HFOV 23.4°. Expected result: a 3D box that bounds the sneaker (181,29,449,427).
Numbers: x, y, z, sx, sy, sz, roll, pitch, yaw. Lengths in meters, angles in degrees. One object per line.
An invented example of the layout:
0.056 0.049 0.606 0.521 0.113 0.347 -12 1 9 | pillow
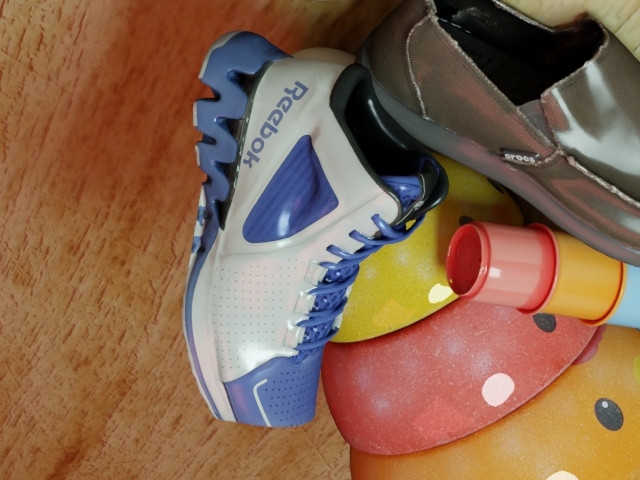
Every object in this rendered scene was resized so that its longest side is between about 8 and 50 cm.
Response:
0.000 -0.001 1.196 0.182 0.127 0.316 6 102 28 | sneaker

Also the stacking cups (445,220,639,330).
0.251 0.032 1.271 0.316 0.096 0.096 9 151 -22 | stacking cups

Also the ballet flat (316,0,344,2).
-0.105 -0.277 1.072 0.342 0.116 0.124 36 -171 10 | ballet flat

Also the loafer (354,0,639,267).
0.203 -0.092 1.193 0.366 0.134 0.130 23 143 1 | loafer

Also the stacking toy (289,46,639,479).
0.092 0.046 1.352 0.350 0.350 0.480 -14 116 42 | stacking toy
